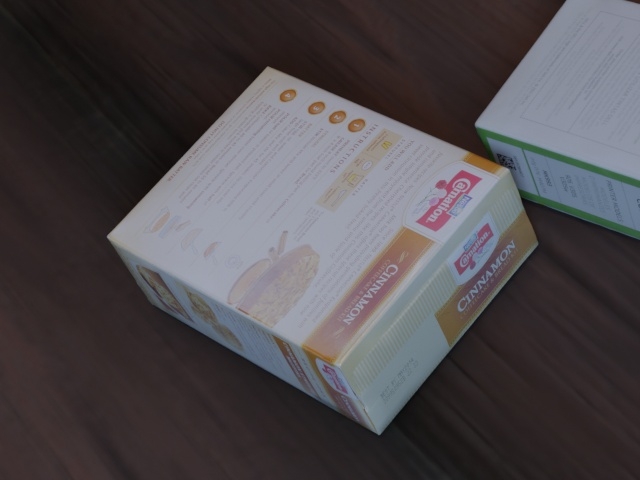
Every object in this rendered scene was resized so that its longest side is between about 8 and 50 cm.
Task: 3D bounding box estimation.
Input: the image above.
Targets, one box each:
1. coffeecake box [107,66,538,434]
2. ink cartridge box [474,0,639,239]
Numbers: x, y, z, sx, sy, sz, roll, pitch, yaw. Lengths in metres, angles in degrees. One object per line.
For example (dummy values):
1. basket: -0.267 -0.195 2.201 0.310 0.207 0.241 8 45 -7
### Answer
1. coffeecake box: 0.000 0.000 0.991 0.185 0.068 0.142 27 67 39
2. ink cartridge box: 0.198 -0.054 0.948 0.209 0.062 0.109 21 63 36
